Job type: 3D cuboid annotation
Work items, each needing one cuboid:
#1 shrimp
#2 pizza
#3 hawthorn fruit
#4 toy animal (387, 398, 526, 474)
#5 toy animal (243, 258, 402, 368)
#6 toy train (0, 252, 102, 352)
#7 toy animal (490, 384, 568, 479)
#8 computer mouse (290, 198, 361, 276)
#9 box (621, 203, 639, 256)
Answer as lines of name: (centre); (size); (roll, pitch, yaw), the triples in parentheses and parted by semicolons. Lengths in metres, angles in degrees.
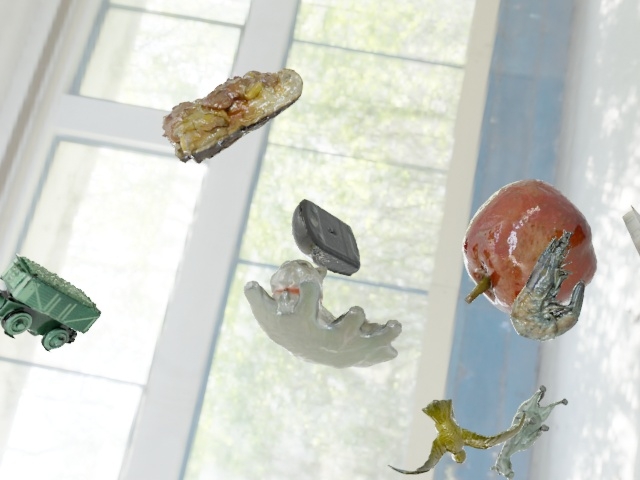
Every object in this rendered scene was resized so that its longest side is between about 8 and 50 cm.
shrimp: (0.323, 0.065, 1.260); (0.034, 0.091, 0.161); (-80, 11, -79)
pizza: (-0.200, -0.250, 1.828); (0.278, 0.409, 0.114); (-40, -72, -39)
hawthorn fruit: (0.430, 0.037, 1.991); (0.330, 0.287, 0.287); (-37, -22, -20)
toy animal: (0.208, 0.297, 1.426); (0.155, 0.219, 0.095); (56, -167, -70)
toy animal: (0.024, 0.153, 2.008); (0.188, 0.308, 0.266); (-69, -34, -68)
toy train: (-0.623, 0.153, 2.058); (0.154, 0.115, 0.269); (-48, -42, 0)
toy animal: (0.523, 0.479, 2.324); (0.255, 0.090, 0.170); (-49, -4, -21)
computer mouse: (0.000, 0.000, 2.521); (0.269, 0.100, 0.170); (31, -139, -47)
box: (0.658, 0.030, 1.802); (0.033, 0.129, 0.247); (-38, 17, 22)
